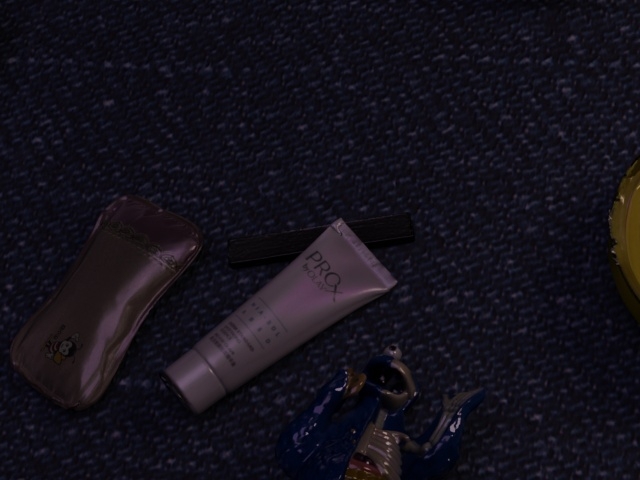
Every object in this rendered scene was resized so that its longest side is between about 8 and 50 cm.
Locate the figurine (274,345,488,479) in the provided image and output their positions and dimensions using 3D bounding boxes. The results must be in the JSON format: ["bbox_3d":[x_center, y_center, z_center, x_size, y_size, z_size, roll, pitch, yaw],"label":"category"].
[{"bbox_3d":[0.040,0.216,1.705,0.164,0.121,0.262,18,54,22],"label":"figurine"}]

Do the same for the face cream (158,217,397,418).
[{"bbox_3d":[-0.046,0.082,1.821,0.244,0.058,0.092,-37,73,-11],"label":"face cream"}]

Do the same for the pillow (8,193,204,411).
[{"bbox_3d":[-0.221,0.059,1.884,0.131,0.038,0.232,29,76,28],"label":"pillow"}]

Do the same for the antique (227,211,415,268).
[{"bbox_3d":[0.000,0.000,1.871,0.192,0.015,0.031,-8,61,9],"label":"antique"}]

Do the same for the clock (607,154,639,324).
[{"bbox_3d":[0.412,0.011,1.730,0.293,0.071,0.277,9,57,6],"label":"clock"}]
